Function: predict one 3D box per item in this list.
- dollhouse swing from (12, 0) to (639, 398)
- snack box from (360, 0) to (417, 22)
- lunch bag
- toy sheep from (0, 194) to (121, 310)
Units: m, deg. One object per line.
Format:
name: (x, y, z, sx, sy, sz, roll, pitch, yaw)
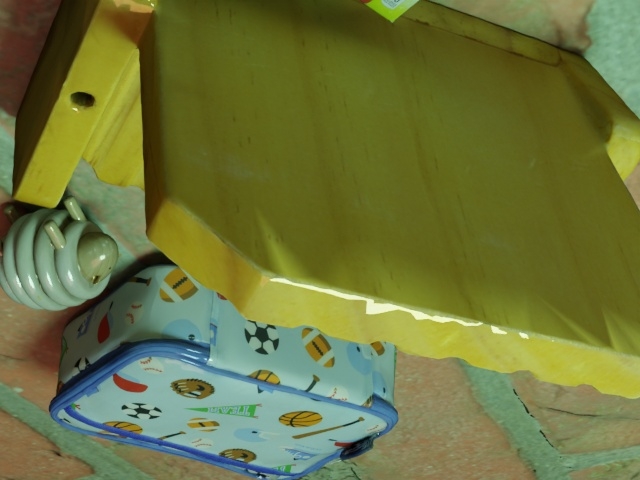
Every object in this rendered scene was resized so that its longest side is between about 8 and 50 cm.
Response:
dollhouse swing: (0.000, 0.000, 0.690, 0.347, 0.305, 0.315, 14, 142, -23)
snack box: (0.023, -0.227, 0.564, 0.207, 0.070, 0.174, 26, 135, -36)
lunch bag: (-0.086, 0.139, 1.056, 0.303, 0.115, 0.243, 24, 140, -31)
toy sheep: (-0.218, 0.014, 0.893, 0.132, 0.091, 0.091, -4, 148, 28)
